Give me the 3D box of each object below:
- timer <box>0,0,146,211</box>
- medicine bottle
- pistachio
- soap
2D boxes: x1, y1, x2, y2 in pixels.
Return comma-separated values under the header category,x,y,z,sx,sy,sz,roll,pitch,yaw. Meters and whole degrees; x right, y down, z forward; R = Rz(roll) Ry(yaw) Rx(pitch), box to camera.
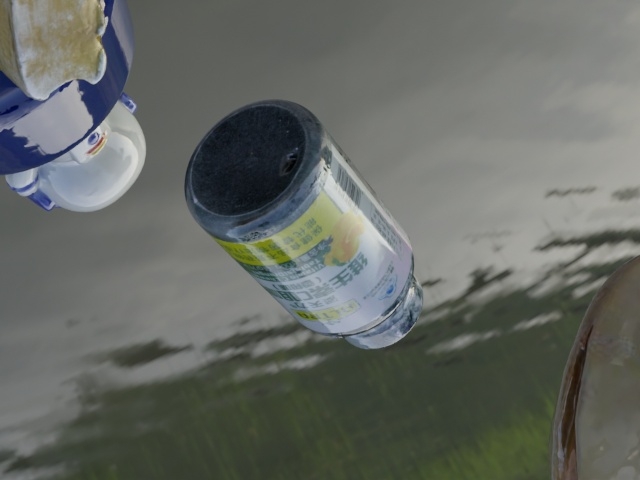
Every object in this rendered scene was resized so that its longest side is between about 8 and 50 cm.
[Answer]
category,x,y,z,sx,sy,sz,roll,pitch,yaw
timer,-0.279,-0.142,1.195,0.270,0.270,0.383,-28,156,-3
medicine bottle,0.000,0.000,1.165,0.141,0.141,0.293,-32,141,8
pistachio,0.418,0.221,1.408,0.365,0.445,0.281,19,164,-29
soap,-0.243,-0.217,0.878,0.073,0.232,0.140,-26,140,-29
